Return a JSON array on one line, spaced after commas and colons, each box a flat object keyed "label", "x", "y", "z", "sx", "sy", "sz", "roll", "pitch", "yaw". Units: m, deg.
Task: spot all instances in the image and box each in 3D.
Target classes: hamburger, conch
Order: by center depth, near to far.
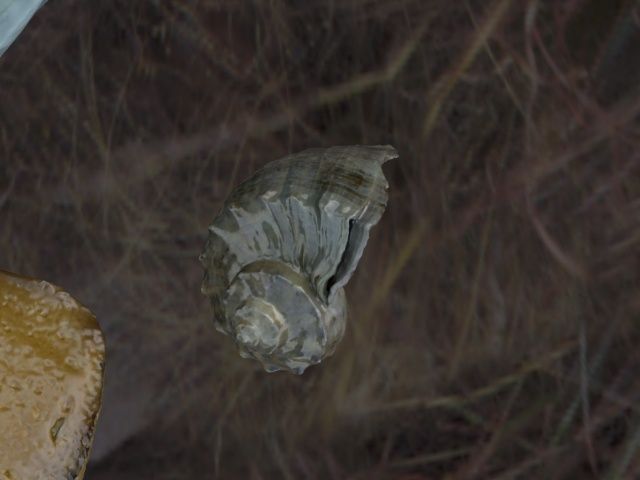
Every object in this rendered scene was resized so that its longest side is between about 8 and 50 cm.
[{"label": "conch", "x": 0.000, "y": 0.000, "z": 1.172, "sx": 0.155, "sy": 0.207, "sz": 0.130, "roll": -15, "pitch": 115, "yaw": 41}, {"label": "hamburger", "x": -0.341, "y": 0.138, "z": 1.459, "sx": 0.304, "sy": 0.284, "sz": 0.174, "roll": 32, "pitch": 157, "yaw": -14}]

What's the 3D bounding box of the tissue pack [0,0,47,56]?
[{"label": "tissue pack", "x": -0.301, "y": -0.265, "z": 1.291, "sx": 0.332, "sy": 0.405, "sz": 0.205, "roll": -48, "pitch": 113, "yaw": -2}]
